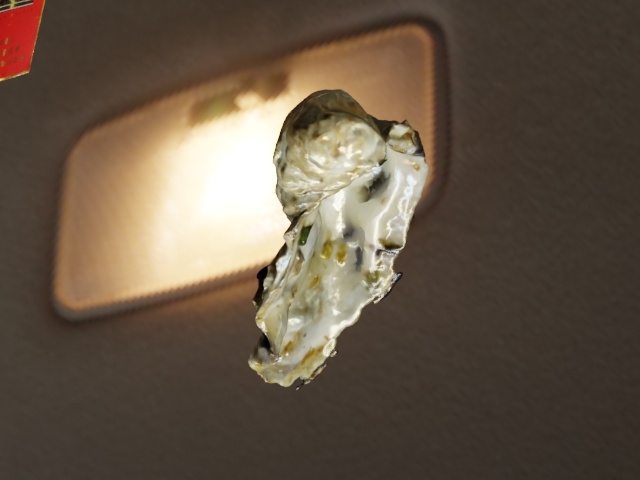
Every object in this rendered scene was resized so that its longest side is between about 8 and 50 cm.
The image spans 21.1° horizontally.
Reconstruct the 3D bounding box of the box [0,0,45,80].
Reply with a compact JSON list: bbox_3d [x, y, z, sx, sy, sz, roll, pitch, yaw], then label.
[{"bbox_3d":[-0.259,-0.187,1.379,0.023,0.090,0.133,31,-59,21],"label":"box"}]

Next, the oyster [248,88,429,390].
[{"bbox_3d":[-0.006,0.000,1.223,0.094,0.166,0.294,35,-51,17],"label":"oyster"}]
